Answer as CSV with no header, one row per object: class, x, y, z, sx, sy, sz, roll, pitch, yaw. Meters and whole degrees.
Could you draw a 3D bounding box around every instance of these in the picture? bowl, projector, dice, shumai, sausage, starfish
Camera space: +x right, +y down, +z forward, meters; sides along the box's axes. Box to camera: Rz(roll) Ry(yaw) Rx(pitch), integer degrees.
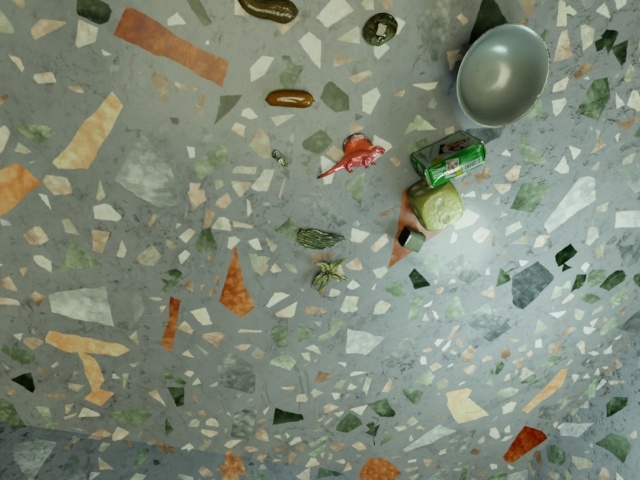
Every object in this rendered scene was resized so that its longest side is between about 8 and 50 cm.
bowl,0.629,-0.600,1.523,0.345,0.157,0.346,-3,115,-7
projector,0.397,-0.005,1.816,0.082,0.083,0.083,19,111,-17
dice,0.468,-0.153,1.709,0.169,0.166,0.169,-26,117,4
shumai,0.213,-0.727,1.434,0.123,0.087,0.099,-31,115,5
sausage,-0.108,-0.512,1.507,0.183,0.054,0.062,2,85,-8
starfish,0.043,0.147,1.853,0.216,0.050,0.223,32,119,-28

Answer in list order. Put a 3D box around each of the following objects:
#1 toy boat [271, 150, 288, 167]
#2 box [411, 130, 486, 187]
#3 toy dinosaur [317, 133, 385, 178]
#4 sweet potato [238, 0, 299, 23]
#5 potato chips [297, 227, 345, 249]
toy boat,-0.154,-0.309,1.607,0.038,0.038,0.083,-40,114,11
box,0.496,-0.318,1.629,0.250,0.180,0.103,-25,121,2
toy dinosaur,0.110,-0.337,1.629,0.285,0.070,0.139,-14,107,1
sweet potato,-0.187,-0.770,1.367,0.232,0.062,0.081,14,97,-12
potato chips,0.000,0.000,1.788,0.207,0.028,0.092,10,115,-12
